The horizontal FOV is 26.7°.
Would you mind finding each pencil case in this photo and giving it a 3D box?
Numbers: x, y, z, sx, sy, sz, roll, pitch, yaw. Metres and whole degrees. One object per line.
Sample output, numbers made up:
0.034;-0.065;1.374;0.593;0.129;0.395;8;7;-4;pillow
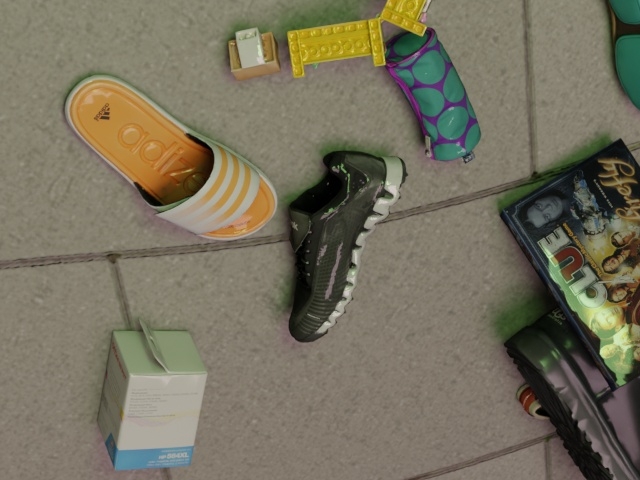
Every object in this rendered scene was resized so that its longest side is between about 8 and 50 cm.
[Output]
0.119;-0.153;1.443;0.070;0.064;0.152;-41;126;-16;pencil case

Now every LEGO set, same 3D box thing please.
0.045;-0.238;1.366;0.287;0.107;0.132;-43;90;11;LEGO set

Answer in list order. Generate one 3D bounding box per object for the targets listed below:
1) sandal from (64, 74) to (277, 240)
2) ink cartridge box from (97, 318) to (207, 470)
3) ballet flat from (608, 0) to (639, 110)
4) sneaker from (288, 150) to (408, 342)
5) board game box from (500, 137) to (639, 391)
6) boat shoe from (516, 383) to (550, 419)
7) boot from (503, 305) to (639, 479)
-0.149;-0.066;1.376;0.265;0.076;0.102;34;102;-34;sandal
-0.184;0.167;1.487;0.090;0.092;0.143;2;118;-23;ink cartridge box
0.361;-0.246;1.486;0.073;0.080;0.232;-48;133;-28;ballet flat
0.000;0.000;1.479;0.106;0.078;0.234;18;106;-27;sneaker
0.341;0.028;1.555;0.165;0.042;0.243;-32;80;-3;board game box
0.318;0.215;1.750;0.137;0.043;0.049;11;112;-28;boat shoe
0.495;0.126;1.684;0.445;0.146;0.367;-37;119;-7;boot
